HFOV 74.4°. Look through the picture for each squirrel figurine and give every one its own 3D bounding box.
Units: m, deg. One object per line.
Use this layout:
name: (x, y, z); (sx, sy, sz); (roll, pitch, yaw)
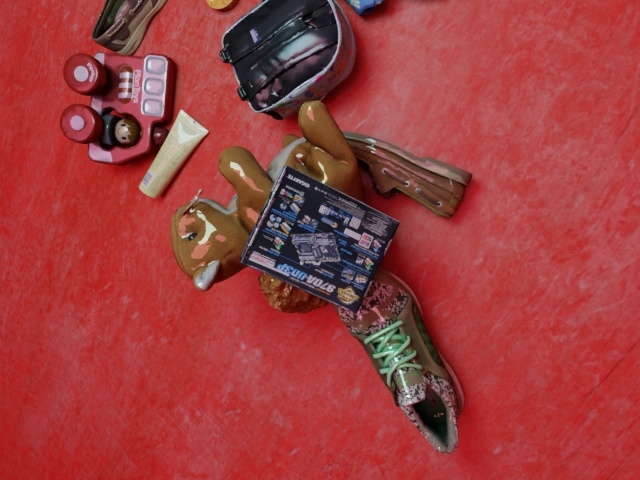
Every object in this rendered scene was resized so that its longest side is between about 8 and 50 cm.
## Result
squirrel figurine: (-0.084, -0.005, 0.848); (0.370, 0.281, 0.397); (-38, 105, -11)

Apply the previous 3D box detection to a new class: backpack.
backpack: (-0.053, -0.403, 0.902); (0.253, 0.191, 0.225); (-28, 83, 29)

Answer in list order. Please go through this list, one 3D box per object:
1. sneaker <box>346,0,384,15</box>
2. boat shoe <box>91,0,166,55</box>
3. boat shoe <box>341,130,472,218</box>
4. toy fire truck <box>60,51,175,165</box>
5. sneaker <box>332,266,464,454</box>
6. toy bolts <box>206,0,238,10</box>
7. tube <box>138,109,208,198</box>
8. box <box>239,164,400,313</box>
sneaker: (0.051, -0.545, 0.909); (0.091, 0.126, 0.240); (-39, 40, -11)
boat shoe: (-0.508, -0.669, 1.129); (0.123, 0.123, 0.342); (44, 107, 16)
boat shoe: (0.145, -0.138, 0.868); (0.307, 0.110, 0.105); (24, 100, 21)
toy fire truck: (-0.528, -0.354, 1.140); (0.253, 0.169, 0.303); (7, 96, 5)
sneaker: (0.157, 0.219, 0.786); (0.158, 0.182, 0.410); (-35, 98, 10)
toy bolts: (-0.236, -0.695, 0.990); (0.228, 0.158, 0.219); (-9, 88, 24)
tube: (-0.400, -0.223, 1.136); (0.240, 0.070, 0.062); (-53, 43, 14)
box: (0.000, 0.000, 0.712); (0.220, 0.051, 0.175); (25, 91, -11)
